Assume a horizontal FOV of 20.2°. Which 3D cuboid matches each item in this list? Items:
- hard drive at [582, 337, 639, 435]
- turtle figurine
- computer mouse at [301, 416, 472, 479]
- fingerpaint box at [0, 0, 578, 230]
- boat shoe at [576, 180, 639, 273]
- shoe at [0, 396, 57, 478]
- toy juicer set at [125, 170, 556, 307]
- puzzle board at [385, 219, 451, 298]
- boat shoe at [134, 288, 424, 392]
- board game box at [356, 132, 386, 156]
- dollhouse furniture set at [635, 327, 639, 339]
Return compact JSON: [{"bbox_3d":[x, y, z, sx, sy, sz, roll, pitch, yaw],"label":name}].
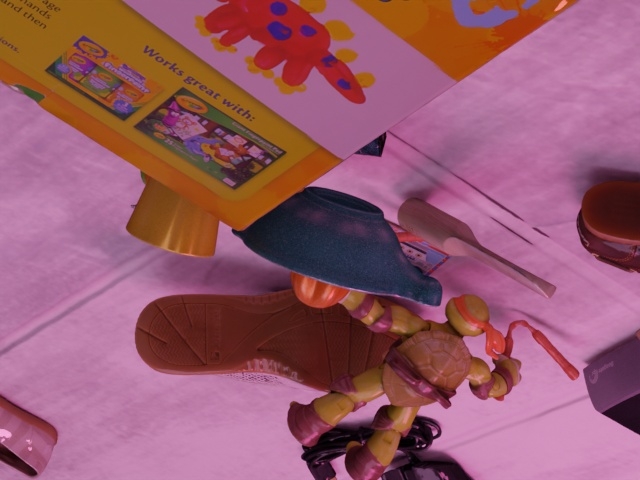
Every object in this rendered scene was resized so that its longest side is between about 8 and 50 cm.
[{"bbox_3d":[0.372,0.128,1.601,0.172,0.054,0.255,30,144,-23],"label":"hard drive"},{"bbox_3d":[0.090,0.122,1.589,0.269,0.087,0.217,31,113,-31],"label":"turtle figurine"},{"bbox_3d":[0.087,0.281,1.941,0.184,0.060,0.262,-8,141,29],"label":"computer mouse"},{"bbox_3d":[-0.105,-0.242,1.122,0.445,0.163,0.371,32,141,-22],"label":"fingerpaint box"},{"bbox_3d":[0.307,0.002,1.428,0.207,0.073,0.073,15,155,14],"label":"boat shoe"},{"bbox_3d":[-0.391,0.197,2.002,0.219,0.058,0.076,32,144,-24],"label":"shoe"},{"bbox_3d":[0.000,0.000,1.437,0.329,0.089,0.209,14,-169,-15],"label":"toy juicer set"},{"bbox_3d":[0.039,0.008,1.593,0.128,0.011,0.096,24,146,-16],"label":"puzzle board"},{"bbox_3d":[-0.032,0.090,1.684,0.277,0.098,0.096,6,176,-1],"label":"boat shoe"},{"bbox_3d":[-0.045,-0.120,1.419,0.186,0.026,0.126,6,147,12],"label":"board game box"},{"bbox_3d":[0.360,0.088,1.454,0.151,0.123,0.144,52,157,7],"label":"dollhouse furniture set"}]
